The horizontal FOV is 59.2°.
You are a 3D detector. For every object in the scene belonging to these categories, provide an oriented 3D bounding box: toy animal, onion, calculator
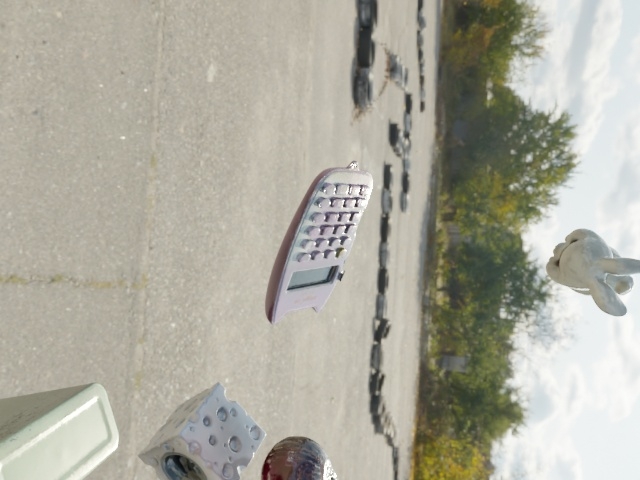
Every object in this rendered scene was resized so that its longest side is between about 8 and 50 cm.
[{"bbox_3d":[0.569,0.062,1.166,0.127,0.178,0.193,-57,158,9],"label":"toy animal"},{"bbox_3d":[-0.078,0.695,1.632,0.206,0.216,0.207,-42,120,-69],"label":"onion"},{"bbox_3d":[-0.001,-0.001,0.951,0.194,0.043,0.294,-4,121,-55],"label":"calculator"}]

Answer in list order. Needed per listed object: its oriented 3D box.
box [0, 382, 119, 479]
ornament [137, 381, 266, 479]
[{"bbox_3d":[-0.630,0.420,1.064,0.352,0.343,0.178,-31,106,-75],"label":"box"},{"bbox_3d":[-0.366,0.641,1.766,0.240,0.239,0.240,50,33,-8],"label":"ornament"}]
